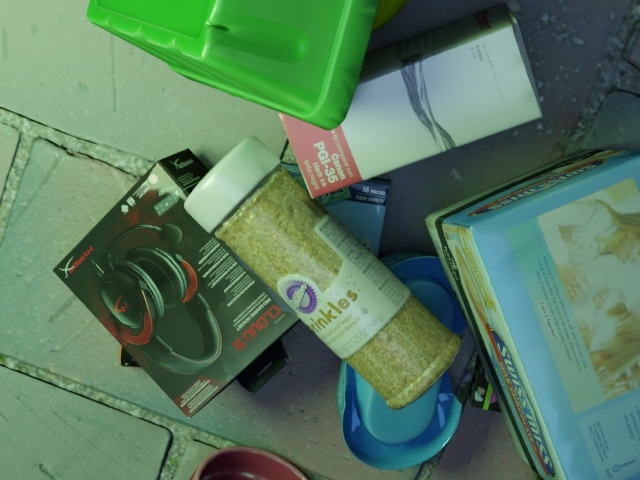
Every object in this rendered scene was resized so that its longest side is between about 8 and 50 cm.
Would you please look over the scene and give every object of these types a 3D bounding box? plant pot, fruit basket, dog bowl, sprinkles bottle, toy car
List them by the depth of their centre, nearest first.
[{"bbox_3d":[-0.026,-0.289,1.348,0.392,0.392,0.282,15,99,0],"label":"fruit basket"},{"bbox_3d":[0.004,0.038,1.402,0.355,0.121,0.121,44,105,-2],"label":"sprinkles bottle"},{"bbox_3d":[0.106,0.149,1.548,0.166,0.074,0.297,3,108,-19],"label":"dog bowl"},{"bbox_3d":[-0.114,0.413,1.615,0.201,0.201,0.180,28,122,-3],"label":"plant pot"},{"bbox_3d":[-0.263,0.121,1.624,0.040,0.060,0.122,-15,87,53],"label":"toy car"}]

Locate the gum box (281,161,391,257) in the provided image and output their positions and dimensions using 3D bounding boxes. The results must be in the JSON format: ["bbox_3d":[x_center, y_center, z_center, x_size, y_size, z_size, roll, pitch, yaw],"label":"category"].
[{"bbox_3d":[0.000,0.000,1.552,0.157,0.041,0.184,10,106,2],"label":"gum box"}]

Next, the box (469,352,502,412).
[{"bbox_3d":[0.235,0.180,1.578,0.062,0.052,0.083,11,105,2],"label":"box"}]

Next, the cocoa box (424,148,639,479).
[{"bbox_3d":[0.306,0.091,1.388,0.231,0.228,0.347,-22,97,-5],"label":"cocoa box"}]

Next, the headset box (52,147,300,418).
[{"bbox_3d":[-0.158,0.065,1.519,0.218,0.110,0.293,-42,89,20],"label":"headset box"}]

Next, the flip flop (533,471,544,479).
[{"bbox_3d":[0.336,0.299,1.597,0.112,0.080,0.277,-6,121,2],"label":"flip flop"}]

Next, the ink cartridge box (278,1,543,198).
[{"bbox_3d":[0.108,-0.170,1.407,0.283,0.207,0.117,-19,105,10],"label":"ink cartridge box"}]
